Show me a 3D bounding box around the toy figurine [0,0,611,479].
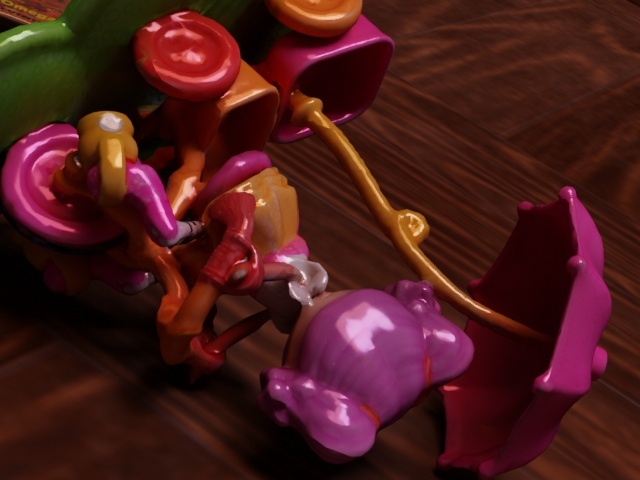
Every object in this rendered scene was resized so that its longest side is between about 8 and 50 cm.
[{"bbox_3d":[0.000,0.000,0.391,0.173,0.130,0.159,-29,66,-35],"label":"toy figurine"}]

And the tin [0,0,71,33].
[{"bbox_3d":[-0.119,-0.088,0.515,0.189,0.040,0.106,21,29,-9],"label":"tin"}]
